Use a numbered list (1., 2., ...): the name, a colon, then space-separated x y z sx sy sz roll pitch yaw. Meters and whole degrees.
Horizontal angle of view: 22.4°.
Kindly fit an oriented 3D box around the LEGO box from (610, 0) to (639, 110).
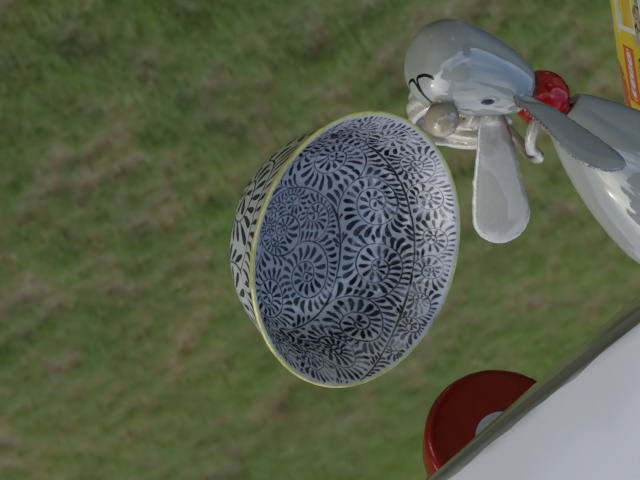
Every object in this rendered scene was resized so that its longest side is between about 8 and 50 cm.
1. LEGO box: 0.413 -0.374 1.703 0.193 0.500 0.372 -10 -168 2

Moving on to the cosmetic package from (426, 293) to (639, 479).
1. cosmetic package: 0.302 0.119 0.788 0.394 0.329 0.327 -33 169 -42

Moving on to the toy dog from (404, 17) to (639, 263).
1. toy dog: 0.210 -0.038 1.280 0.334 0.161 0.220 16 157 0

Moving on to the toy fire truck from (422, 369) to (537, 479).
1. toy fire truck: 0.163 0.245 1.072 0.169 0.254 0.302 91 21 -56

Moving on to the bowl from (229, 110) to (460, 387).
1. bowl: 0.000 0.000 1.003 0.170 0.080 0.170 -11 107 -39
